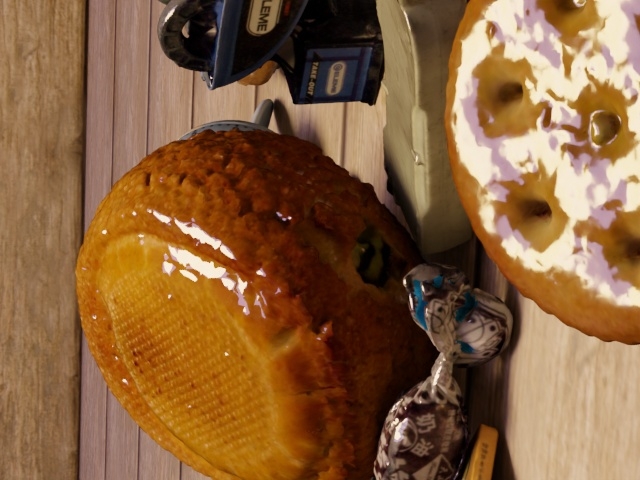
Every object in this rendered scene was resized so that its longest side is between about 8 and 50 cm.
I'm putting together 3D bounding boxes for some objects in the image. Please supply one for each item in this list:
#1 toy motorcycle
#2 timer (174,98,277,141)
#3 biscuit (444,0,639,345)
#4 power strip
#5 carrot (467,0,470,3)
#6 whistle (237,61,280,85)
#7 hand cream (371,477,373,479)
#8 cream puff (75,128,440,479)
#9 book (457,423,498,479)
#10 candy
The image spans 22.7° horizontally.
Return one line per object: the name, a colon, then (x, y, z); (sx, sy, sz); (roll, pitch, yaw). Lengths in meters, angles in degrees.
toy motorcycle: (-0.020, -0.254, 1.210); (0.358, 0.213, 0.125); (102, 158, -49)
timer: (-0.095, -0.051, 1.542); (0.255, 0.175, 0.175); (-126, 39, -65)
biscuit: (0.150, -0.058, 0.764); (0.220, 0.066, 0.220); (13, 107, 49)
power strip: (0.068, -0.086, 1.026); (0.286, 0.048, 0.080); (80, 169, -61)
carrot: (0.126, -0.115, 0.938); (0.225, 0.067, 0.067); (-123, 35, -63)
whistle: (-0.047, -0.234, 1.559); (0.107, 0.057, 0.220); (-87, 14, -45)
hand cream: (0.026, 0.123, 1.335); (0.088, 0.055, 0.256); (-159, 63, -75)
cream puff: (-0.037, 0.044, 1.192); (0.303, 0.212, 0.303); (27, 137, 28)
book: (0.061, 0.294, 1.063); (0.208, 0.020, 0.295); (112, 175, -52)
candy: (0.064, 0.125, 1.072); (0.051, 0.094, 0.226); (-134, 54, -65)
